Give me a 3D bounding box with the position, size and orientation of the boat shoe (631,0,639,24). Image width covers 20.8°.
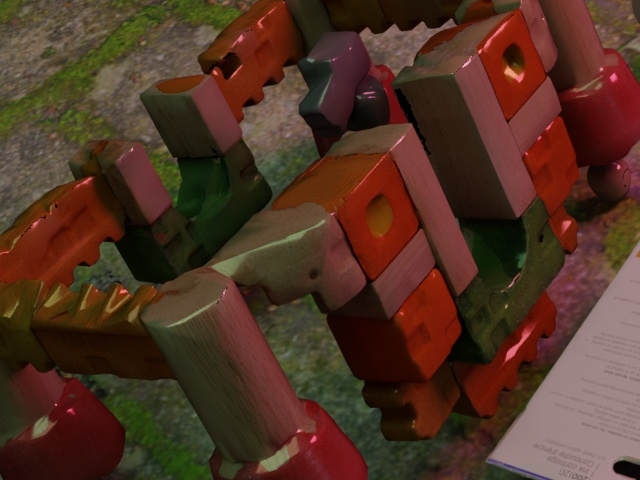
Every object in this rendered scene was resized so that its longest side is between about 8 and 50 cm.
[{"bbox_3d":[0.378,-0.201,1.260,0.303,0.114,0.091,0,44,9],"label":"boat shoe"}]

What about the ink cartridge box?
[{"bbox_3d":[0.237,0.096,1.039,0.206,0.045,0.208,15,52,37],"label":"ink cartridge box"}]

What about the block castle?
[{"bbox_3d":[0.000,0.000,1.145,0.303,0.213,0.453,0,37,43],"label":"block castle"}]
